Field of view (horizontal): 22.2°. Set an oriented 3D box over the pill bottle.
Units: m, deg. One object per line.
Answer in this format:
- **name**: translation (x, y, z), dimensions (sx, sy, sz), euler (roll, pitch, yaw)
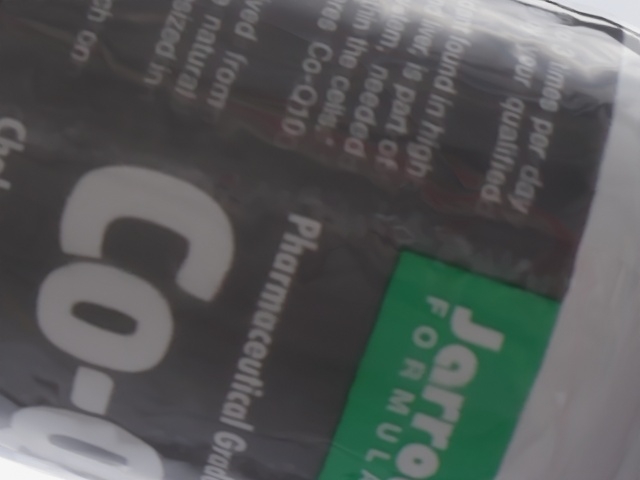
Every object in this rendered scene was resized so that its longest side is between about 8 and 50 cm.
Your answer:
- **pill bottle**: translation (0.000, 0.000, 0.541), dimensions (0.361, 0.204, 0.204), euler (18, -73, 0)
